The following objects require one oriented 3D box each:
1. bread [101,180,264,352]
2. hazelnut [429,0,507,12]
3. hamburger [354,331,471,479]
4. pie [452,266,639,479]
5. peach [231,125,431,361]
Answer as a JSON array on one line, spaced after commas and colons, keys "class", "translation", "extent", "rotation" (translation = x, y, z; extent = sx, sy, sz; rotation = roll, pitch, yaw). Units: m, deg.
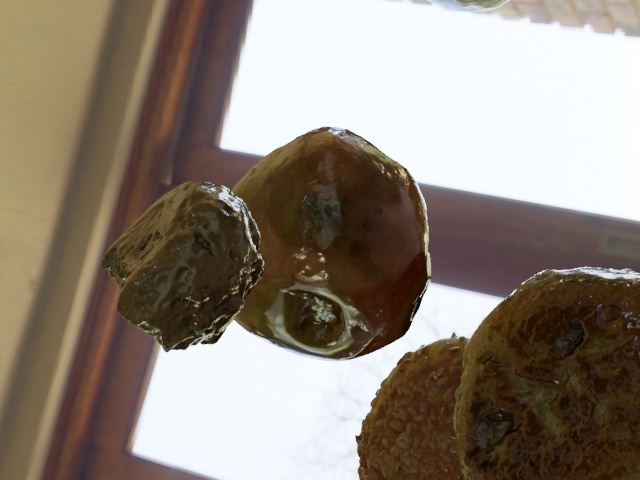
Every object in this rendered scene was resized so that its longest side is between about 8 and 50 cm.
[{"class": "bread", "translation": [-0.065, 0.012, 0.604], "extent": [0.082, 0.113, 0.060], "rotation": [-45, -72, 1]}, {"class": "hazelnut", "translation": [0.200, -0.418, 1.543], "extent": [0.218, 0.218, 0.234], "rotation": [-28, -68, -58]}, {"class": "hamburger", "translation": [0.216, 0.275, 1.449], "extent": [0.250, 0.330, 0.330], "rotation": [8, -87, -51]}, {"class": "pie", "translation": [0.258, 0.157, 1.186], "extent": [0.092, 0.315, 0.315], "rotation": [32, -109, -40]}, {"class": "peach", "translation": [0.000, 0.000, 1.088], "extent": [0.235, 0.214, 0.214], "rotation": [92, -161, -69]}]
